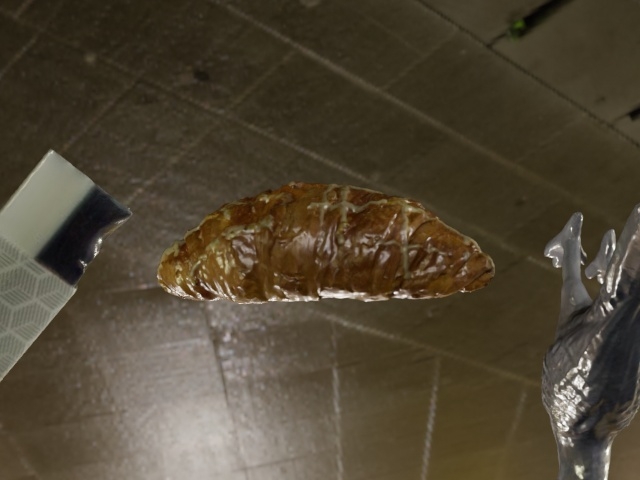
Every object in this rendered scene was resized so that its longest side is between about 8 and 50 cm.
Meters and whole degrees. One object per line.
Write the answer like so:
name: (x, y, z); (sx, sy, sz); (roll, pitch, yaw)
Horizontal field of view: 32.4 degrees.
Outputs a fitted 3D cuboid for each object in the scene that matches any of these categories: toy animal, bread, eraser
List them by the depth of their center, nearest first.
bread: (0.000, 0.000, 0.740); (0.233, 0.076, 0.105); (0, -168, 14)
toy animal: (0.209, 0.066, 0.813); (0.081, 0.205, 0.367); (6, 130, 2)
eraser: (-0.326, 0.104, 0.960); (0.098, 0.096, 0.404); (39, 86, -14)
